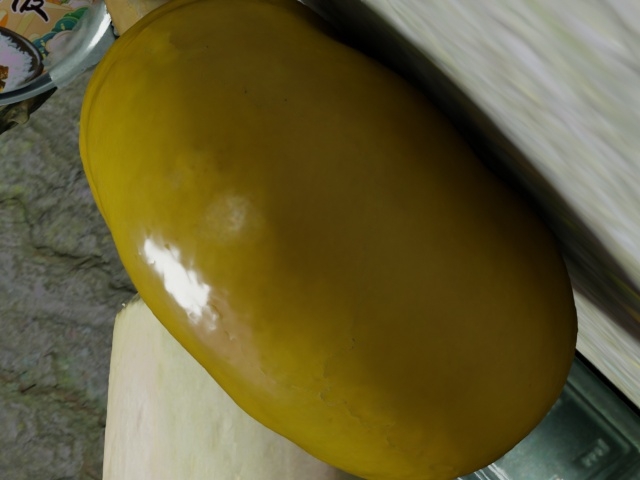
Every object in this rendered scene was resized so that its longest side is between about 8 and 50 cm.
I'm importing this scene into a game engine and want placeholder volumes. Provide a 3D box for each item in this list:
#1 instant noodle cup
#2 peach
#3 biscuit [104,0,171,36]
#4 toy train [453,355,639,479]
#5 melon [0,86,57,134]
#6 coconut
[{"bbox_3d":[-0.221,-0.191,1.016,0.208,0.177,0.125,30,-153,-47],"label":"instant noodle cup"},{"bbox_3d":[0.000,0.000,0.489,0.179,0.103,0.179,43,-179,-1],"label":"peach"},{"bbox_3d":[-0.040,-0.074,0.831,0.164,0.047,0.208,45,178,-25],"label":"biscuit"},{"bbox_3d":[0.173,0.171,0.668,0.409,0.086,0.089,46,177,32],"label":"toy train"},{"bbox_3d":[-0.319,-0.220,1.204,0.329,0.248,0.248,54,179,-2],"label":"melon"},{"bbox_3d":[-0.007,0.129,0.898,0.239,0.239,0.244,47,-141,-65],"label":"coconut"}]
